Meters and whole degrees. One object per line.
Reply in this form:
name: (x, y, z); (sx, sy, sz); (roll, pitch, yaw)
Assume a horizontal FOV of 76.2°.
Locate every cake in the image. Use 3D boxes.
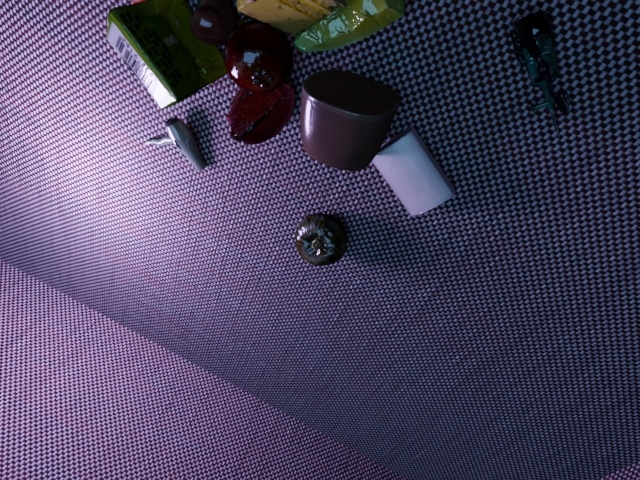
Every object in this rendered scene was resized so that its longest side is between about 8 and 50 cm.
cake: (-0.106, -0.709, 1.100); (0.286, 0.227, 0.222); (-5, 86, 42)

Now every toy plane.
toy plane: (0.593, -0.456, 1.096); (0.106, 0.155, 0.382); (-15, 133, 29)

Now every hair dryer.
hair dryer: (-0.585, -0.368, 1.686); (0.267, 0.092, 0.229); (-15, 123, 45)

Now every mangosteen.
mangosteen: (-0.197, -0.594, 1.279); (0.215, 0.258, 0.215); (-8, 154, -4)

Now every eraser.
eraser: (0.313, -0.228, 1.395); (0.174, 0.095, 0.270); (-29, 110, 34)

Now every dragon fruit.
dragon fruit: (-0.209, -0.440, 1.419); (0.261, 0.163, 0.189); (-43, 132, 1)

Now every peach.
peach: (-0.332, -0.698, 1.304); (0.152, 0.152, 0.152); (11, 126, 15)

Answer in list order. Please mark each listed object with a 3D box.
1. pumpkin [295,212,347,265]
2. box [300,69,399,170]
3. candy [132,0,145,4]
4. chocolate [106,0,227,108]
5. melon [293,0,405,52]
pumpkin: (0.000, 0.000, 1.638); (0.223, 0.157, 0.224); (8, 114, 18)
box: (0.081, -0.371, 1.282); (0.301, 0.301, 0.216); (19, 134, 9)
candy: (-0.603, -0.775, 1.418); (0.062, 0.038, 0.122); (9, 125, 16)
chocolate: (-0.494, -0.615, 1.336); (0.137, 0.289, 0.301); (-16, 117, 42)
melon: (0.065, -0.662, 1.177); (0.323, 0.124, 0.196); (-18, 109, 35)
